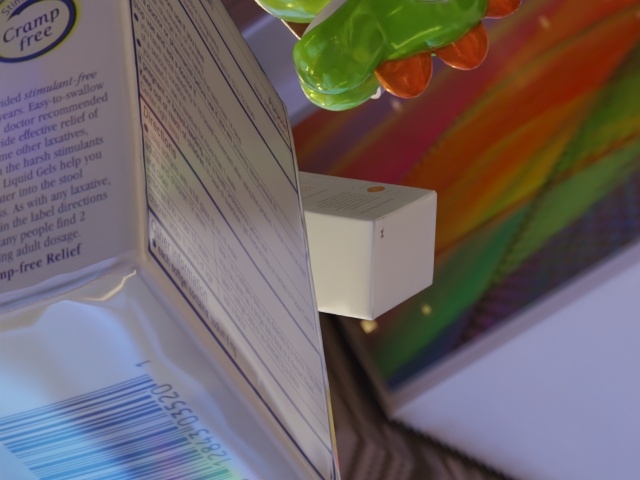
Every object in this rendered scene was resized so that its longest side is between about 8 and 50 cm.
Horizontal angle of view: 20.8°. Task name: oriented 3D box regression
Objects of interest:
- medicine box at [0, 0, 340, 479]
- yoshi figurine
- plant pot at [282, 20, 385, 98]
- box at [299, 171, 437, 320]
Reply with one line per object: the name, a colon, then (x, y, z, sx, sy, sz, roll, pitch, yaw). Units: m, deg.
medicine box: (-0.112, -0.018, 0.880, 0.263, 0.149, 0.289, 58, -162, -52)
yoshi figurine: (0.074, -0.264, 1.233, 0.203, 0.362, 0.203, 28, 163, 50)
plant pot: (0.074, -0.320, 1.860, 0.237, 0.254, 0.237, 48, 174, 7)
box: (0.000, 0.000, 1.558, 0.130, 0.171, 0.091, -25, -60, -59)
